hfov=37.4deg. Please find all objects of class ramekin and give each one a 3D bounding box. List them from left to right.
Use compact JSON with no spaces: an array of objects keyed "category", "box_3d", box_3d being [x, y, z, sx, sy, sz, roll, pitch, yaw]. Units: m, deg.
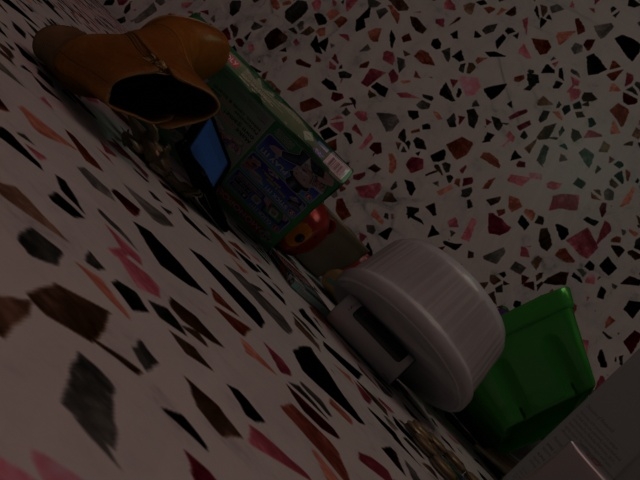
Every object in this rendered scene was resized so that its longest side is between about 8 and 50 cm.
[{"category":"ramekin","box_3d":[0.155,0.117,1.411,0.273,0.127,0.273,44,-17,17]}]

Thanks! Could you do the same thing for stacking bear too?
[{"category":"stacking bear","box_3d":[-0.088,-0.098,1.622,0.289,0.175,0.164,54,6,-23]}]

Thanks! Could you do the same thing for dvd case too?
[{"category":"dvd case","box_3d":[-0.033,0.062,1.422,0.087,0.013,0.119,44,2,-32]}]

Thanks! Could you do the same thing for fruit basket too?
[{"category":"fruit basket","box_3d":[0.292,0.181,1.697,0.392,0.283,0.392,156,-90,-85]}]

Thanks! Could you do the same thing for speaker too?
[{"category":"speaker","box_3d":[0.070,0.142,1.362,0.136,0.055,0.055,46,3,10]}]

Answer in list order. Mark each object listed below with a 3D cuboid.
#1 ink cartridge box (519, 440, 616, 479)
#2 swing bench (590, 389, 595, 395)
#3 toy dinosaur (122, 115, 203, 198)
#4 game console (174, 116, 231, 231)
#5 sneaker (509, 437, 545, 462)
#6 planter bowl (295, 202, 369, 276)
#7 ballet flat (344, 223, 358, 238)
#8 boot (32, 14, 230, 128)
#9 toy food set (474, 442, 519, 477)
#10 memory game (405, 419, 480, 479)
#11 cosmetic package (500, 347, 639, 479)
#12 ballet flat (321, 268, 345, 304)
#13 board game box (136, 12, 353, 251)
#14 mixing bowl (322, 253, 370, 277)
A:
[{"category":"ink cartridge box","box_3d":[0.350,0.386,1.069,0.306,0.131,0.226,51,6,23]},{"category":"swing bench","box_3d":[0.586,0.469,2.122,0.165,0.254,0.253,46,3,11]},{"category":"toy dinosaur","box_3d":[-0.216,-0.121,1.171,0.183,0.053,0.092,54,-10,17]},{"category":"game console","box_3d":[-0.134,-0.091,1.221,0.107,0.071,0.122,48,-15,37]},{"category":"sneaker","box_3d":[0.404,0.409,1.864,0.100,0.108,0.271,40,4,-44]},{"category":"planter bowl","box_3d":[0.000,0.000,1.816,0.162,0.109,0.162,46,3,-3]},{"category":"ballet flat","box_3d":[-0.010,-0.027,2.184,0.316,0.107,0.106,45,-5,-33]},{"category":"boot","box_3d":[-0.178,-0.196,1.140,0.295,0.104,0.211,-9,33,-44]},{"category":"toy food set","box_3d":[0.318,0.397,1.578,0.132,0.038,0.192,39,4,34]},{"category":"memory game","box_3d":[0.171,0.288,1.157,0.186,0.012,0.186,46,3,-3]},{"category":"cosmetic package","box_3d":[0.484,0.323,1.393,0.217,0.385,0.156,44,3,-28]},{"category":"ballet flat","box_3d":[0.060,0.091,1.766,0.073,0.080,0.232,30,-4,19]},{"category":"board game box","box_3d":[-0.128,-0.151,1.395,0.317,0.213,0.046,45,47,-4]},{"category":"mixing bowl","box_3d":[0.059,0.056,1.998,0.181,0.098,0.181,45,4,-4]}]
